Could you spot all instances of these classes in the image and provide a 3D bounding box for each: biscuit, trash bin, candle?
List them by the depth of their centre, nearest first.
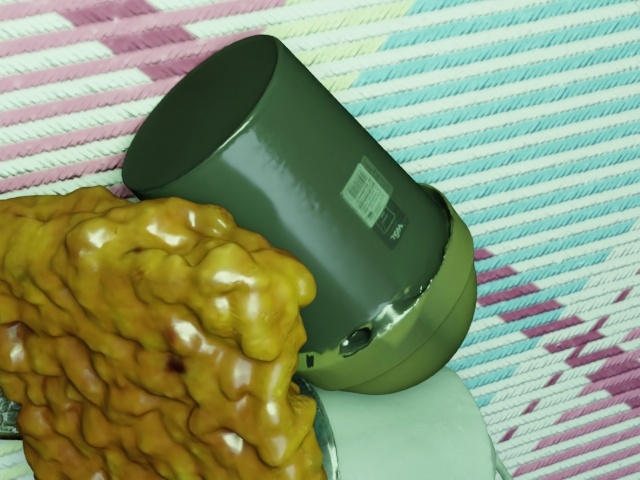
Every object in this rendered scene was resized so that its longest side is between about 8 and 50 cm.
[{"bbox_3d":[-0.136,0.110,0.937,0.110,0.318,0.312,-47,133,-52],"label":"biscuit"},{"bbox_3d":[0.000,0.000,1.023,0.214,0.214,0.334,-45,119,2],"label":"trash bin"},{"bbox_3d":[0.040,0.227,1.154,0.342,0.221,0.221,-2,115,-28],"label":"candle"}]

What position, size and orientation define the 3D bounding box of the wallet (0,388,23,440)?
[{"bbox_3d":[-0.249,0.123,1.073,0.243,0.039,0.133,5,107,-26],"label":"wallet"}]
